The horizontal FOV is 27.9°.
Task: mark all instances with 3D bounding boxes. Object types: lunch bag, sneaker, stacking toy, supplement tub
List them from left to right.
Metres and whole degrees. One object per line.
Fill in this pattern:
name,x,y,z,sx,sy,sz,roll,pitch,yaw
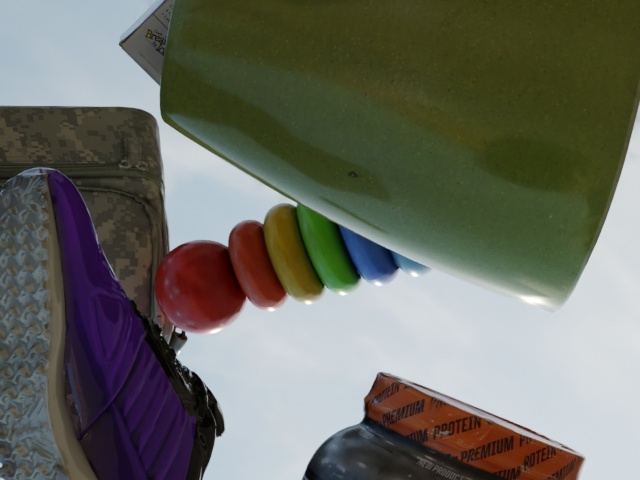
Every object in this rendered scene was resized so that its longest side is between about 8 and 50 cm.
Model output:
lunch bag,-0.296,0.012,1.327,0.305,0.212,0.256,1,-124,-13
sneaker,-0.138,0.095,0.847,0.146,0.102,0.293,-10,-89,-45
stacking toy,0.000,0.000,1.181,0.141,0.330,0.141,-20,-90,-82
supplement tub,0.030,0.157,0.518,0.117,0.117,0.190,25,-93,-49

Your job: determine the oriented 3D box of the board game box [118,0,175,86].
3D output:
board game box,-0.021,-0.213,1.076,0.144,0.275,0.142,45,-178,-15

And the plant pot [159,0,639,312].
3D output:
plant pot,0.047,-0.114,0.893,0.275,0.294,0.274,12,-90,-89
